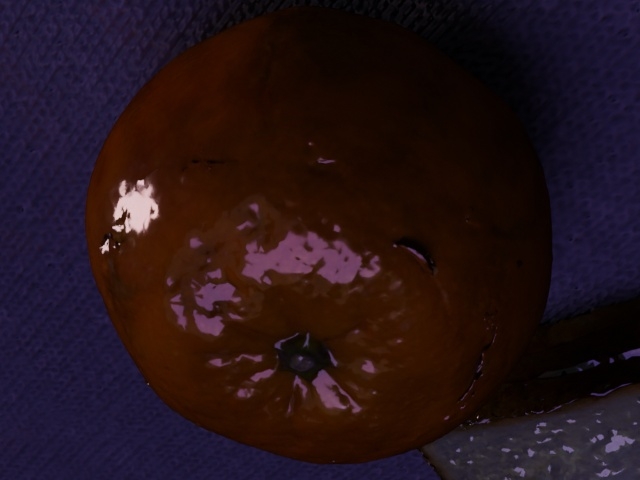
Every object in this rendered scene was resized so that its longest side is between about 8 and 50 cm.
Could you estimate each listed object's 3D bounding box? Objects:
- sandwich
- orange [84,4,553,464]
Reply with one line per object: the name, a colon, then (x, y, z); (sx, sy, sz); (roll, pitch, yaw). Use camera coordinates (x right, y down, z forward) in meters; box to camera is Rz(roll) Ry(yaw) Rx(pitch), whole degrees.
sandwich: (0.238, 0.183, 0.972); (0.271, 0.099, 0.301); (-18, 123, 23)
orange: (0.000, 0.000, 0.772); (0.283, 0.226, 0.284); (6, 128, 8)
